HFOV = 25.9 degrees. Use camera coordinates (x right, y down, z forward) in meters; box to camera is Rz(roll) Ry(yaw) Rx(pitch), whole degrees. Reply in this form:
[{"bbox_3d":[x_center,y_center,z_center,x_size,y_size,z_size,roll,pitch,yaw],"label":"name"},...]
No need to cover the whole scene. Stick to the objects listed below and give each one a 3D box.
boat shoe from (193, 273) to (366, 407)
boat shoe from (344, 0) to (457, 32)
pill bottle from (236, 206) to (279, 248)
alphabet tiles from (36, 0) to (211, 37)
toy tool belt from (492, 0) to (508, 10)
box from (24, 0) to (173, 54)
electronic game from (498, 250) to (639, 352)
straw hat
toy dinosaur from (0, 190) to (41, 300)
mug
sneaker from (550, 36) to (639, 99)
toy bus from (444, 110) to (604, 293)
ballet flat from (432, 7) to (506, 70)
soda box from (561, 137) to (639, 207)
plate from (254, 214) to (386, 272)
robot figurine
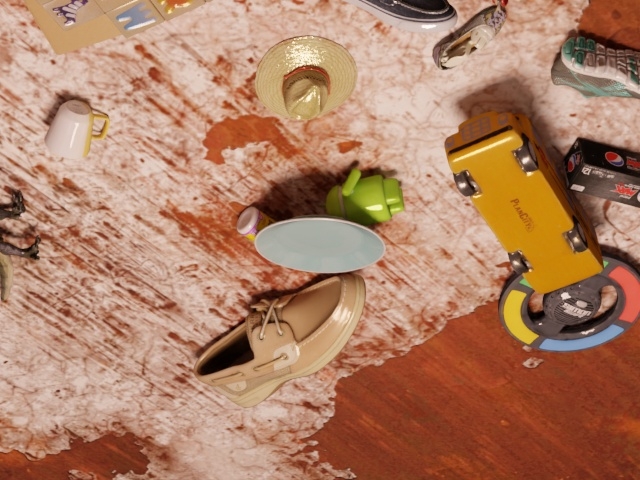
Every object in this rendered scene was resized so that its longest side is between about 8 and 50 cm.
[{"bbox_3d":[-0.065,0.150,2.139,0.110,0.121,0.341,28,129,-28],"label":"boat shoe"},{"bbox_3d":[0.082,-0.313,1.663,0.183,0.065,0.083,24,137,21],"label":"boat shoe"},{"bbox_3d":[-0.079,-0.012,2.027,0.083,0.043,0.043,32,126,-31],"label":"pill bottle"},{"bbox_3d":[-0.192,-0.360,1.621,0.343,0.011,0.285,-22,147,10],"label":"alphabet tiles"},{"bbox_3d":[0.199,-0.323,1.722,0.051,0.052,0.083,6,147,27],"label":"toy tool belt"},{"bbox_3d":[-0.295,-0.330,1.709,0.164,0.021,0.201,-15,134,12],"label":"box"},{"bbox_3d":[0.390,0.097,2.155,0.229,0.048,0.229,-1,135,-1],"label":"electronic game"},{"bbox_3d":[-0.019,-0.194,1.831,0.145,0.061,0.144,-1,136,-1],"label":"straw hat"},{"bbox_3d":[-0.470,-0.010,2.007,0.118,0.064,0.268,-9,138,16],"label":"toy dinosaur"},{"bbox_3d":[-0.329,-0.156,1.871,0.062,0.078,0.064,32,124,12],"label":"mug"},{"bbox_3d":[0.378,-0.215,1.837,0.166,0.065,0.076,18,149,-16],"label":"sneaker"},{"bbox_3d":[0.285,-0.060,1.931,0.108,0.130,0.332,-22,132,20],"label":"toy bus"},{"bbox_3d":[0.194,-0.254,1.793,0.114,0.041,0.041,-34,128,28],"label":"ballet flat"},{"bbox_3d":[0.428,-0.089,1.957,0.169,0.060,0.053,14,132,-15],"label":"soda box"},{"bbox_3d":[0.000,0.000,1.979,0.188,0.024,0.188,3,156,1],"label":"plate"},{"bbox_3d":[0.059,-0.054,1.973,0.115,0.067,0.101,-13,147,12],"label":"robot figurine"}]
